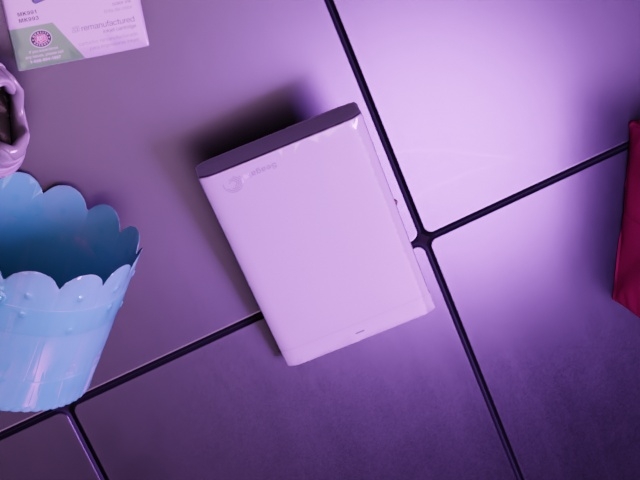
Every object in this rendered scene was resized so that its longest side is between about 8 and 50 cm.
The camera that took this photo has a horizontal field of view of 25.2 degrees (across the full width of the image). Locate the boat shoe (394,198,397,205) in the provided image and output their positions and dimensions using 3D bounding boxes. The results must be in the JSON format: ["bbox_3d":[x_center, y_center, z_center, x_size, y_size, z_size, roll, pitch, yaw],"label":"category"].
[{"bbox_3d":[0.016,-0.070,1.762,0.183,0.066,0.066,32,92,-28],"label":"boat shoe"}]

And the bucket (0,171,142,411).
[{"bbox_3d":[-0.352,0.053,1.606,0.281,0.281,0.183,15,109,-15],"label":"bucket"}]

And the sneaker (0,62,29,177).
[{"bbox_3d":[-0.381,-0.187,1.595,0.090,0.115,0.232,-32,99,-29],"label":"sneaker"}]

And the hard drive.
[{"bbox_3d":[0.000,0.000,1.729,0.203,0.040,0.308,-22,126,2],"label":"hard drive"}]

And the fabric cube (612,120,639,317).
[{"bbox_3d":[0.541,-0.008,1.785,0.254,0.258,0.259,-1,105,-11],"label":"fabric cube"}]

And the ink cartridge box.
[{"bbox_3d":[-0.290,-0.312,1.611,0.154,0.093,0.212,-11,105,-8],"label":"ink cartridge box"}]
